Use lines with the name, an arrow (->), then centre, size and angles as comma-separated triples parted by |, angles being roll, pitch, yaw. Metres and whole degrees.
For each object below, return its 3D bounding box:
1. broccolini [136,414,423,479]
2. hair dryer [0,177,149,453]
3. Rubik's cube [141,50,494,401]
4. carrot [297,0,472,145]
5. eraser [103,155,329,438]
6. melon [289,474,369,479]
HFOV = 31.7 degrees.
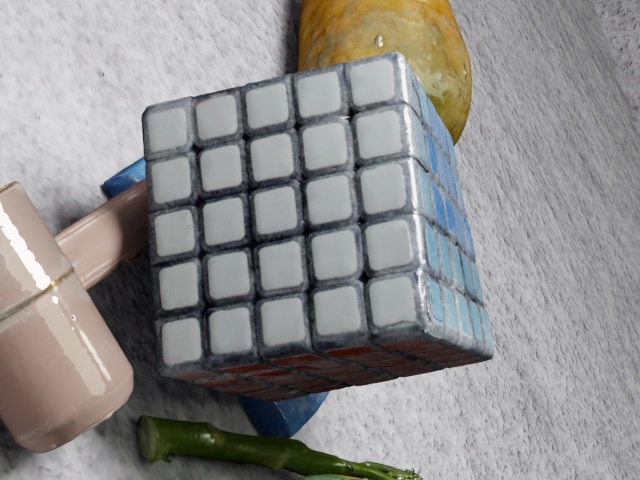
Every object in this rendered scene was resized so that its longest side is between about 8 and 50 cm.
broccolini -> -0.028, 0.235, 1.099 | 0.392, 0.079, 0.074 | 20, 62, -42
hair dryer -> -0.174, 0.014, 0.949 | 0.189, 0.107, 0.344 | 60, 34, -8
Rubik's cube -> 0.000, 0.000, 0.980 | 0.237, 0.238, 0.237 | 32, 48, -68
carrot -> 0.075, -0.244, 1.461 | 0.224, 0.224, 0.340 | 35, 35, -41
eraser -> -0.089, 0.044, 1.142 | 0.312, 0.043, 0.144 | 59, 30, -9
melon -> 0.025, 0.300, 0.989 | 0.288, 0.182, 0.182 | 25, 47, -45
